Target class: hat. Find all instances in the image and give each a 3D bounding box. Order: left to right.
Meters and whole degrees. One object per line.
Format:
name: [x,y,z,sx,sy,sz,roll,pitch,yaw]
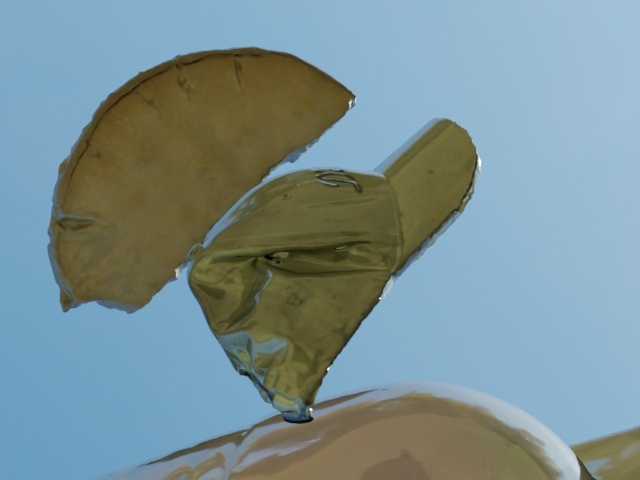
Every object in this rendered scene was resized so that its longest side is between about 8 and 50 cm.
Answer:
hat: [0.006,0.000,0.881,0.166,0.122,0.081,-45,-74,-17]

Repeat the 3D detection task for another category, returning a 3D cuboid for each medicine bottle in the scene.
medicine bottle: [0.011,0.206,1.046,0.406,0.235,0.236,-22,-124,25]

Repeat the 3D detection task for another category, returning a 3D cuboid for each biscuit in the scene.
biscuit: [-0.108,-0.065,1.473,0.290,0.038,0.141,-42,-72,-15]
